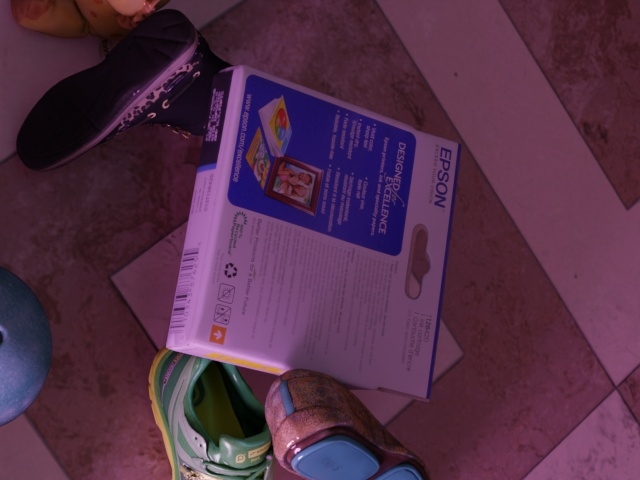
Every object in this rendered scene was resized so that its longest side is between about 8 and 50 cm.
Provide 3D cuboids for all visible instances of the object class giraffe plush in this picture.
[{"bbox_3d":[-0.223,-0.284,1.898,0.181,0.170,0.210,-32,98,-32],"label":"giraffe plush"}]

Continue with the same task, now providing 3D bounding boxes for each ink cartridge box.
[{"bbox_3d":[0.000,0.000,1.916,0.307,0.072,0.303,18,74,-35],"label":"ink cartridge box"}]

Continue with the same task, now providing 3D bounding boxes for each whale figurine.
[{"bbox_3d":[-0.389,0.111,1.738,0.272,0.141,0.216,-8,85,-33],"label":"whale figurine"}]

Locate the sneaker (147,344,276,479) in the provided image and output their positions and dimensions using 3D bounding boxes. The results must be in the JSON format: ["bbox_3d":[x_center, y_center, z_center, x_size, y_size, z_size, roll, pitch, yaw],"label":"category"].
[{"bbox_3d":[-0.099,0.244,1.897,0.109,0.123,0.295,-22,93,-32],"label":"sneaker"}]

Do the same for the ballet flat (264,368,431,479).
[{"bbox_3d":[0.032,0.229,1.928,0.348,0.123,0.123,49,52,-57],"label":"ballet flat"}]

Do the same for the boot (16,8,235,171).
[{"bbox_3d":[-0.195,-0.136,1.923,0.085,0.236,0.178,58,12,25],"label":"boot"}]
